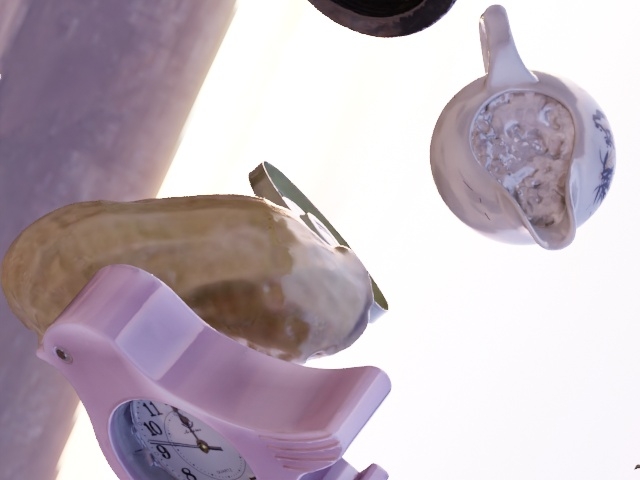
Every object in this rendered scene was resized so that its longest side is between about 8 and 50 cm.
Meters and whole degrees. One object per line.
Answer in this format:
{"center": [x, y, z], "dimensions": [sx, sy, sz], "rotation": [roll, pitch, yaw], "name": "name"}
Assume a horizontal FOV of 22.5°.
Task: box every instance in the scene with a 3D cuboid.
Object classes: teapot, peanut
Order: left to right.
{"center": [-0.125, 0.035, 1.475], "dimensions": [0.174, 0.340, 0.158], "rotation": [-93, 176, -66], "name": "peanut"}
{"center": [0.221, -0.117, 1.814], "dimensions": [0.166, 0.208, 0.300], "rotation": [34, 39, -75], "name": "teapot"}

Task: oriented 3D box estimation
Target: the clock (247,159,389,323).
{"center": [0.000, 0.000, 1.890], "dimensions": [0.029, 0.235, 0.235], "rotation": [-39, -167, 9], "name": "clock"}

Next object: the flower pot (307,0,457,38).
{"center": [0.137, -0.449, 1.989], "dimensions": [0.330, 0.293, 0.293], "rotation": [-41, 171, -40], "name": "flower pot"}

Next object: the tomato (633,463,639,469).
{"center": [0.421, 0.421, 1.844], "dimensions": [0.303, 0.303, 0.239], "rotation": [-76, 163, -52], "name": "tomato"}

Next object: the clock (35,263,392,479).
{"center": [-0.074, 0.139, 1.303], "dimensions": [0.290, 0.275, 0.080], "rotation": [-14, -152, 43], "name": "clock"}
